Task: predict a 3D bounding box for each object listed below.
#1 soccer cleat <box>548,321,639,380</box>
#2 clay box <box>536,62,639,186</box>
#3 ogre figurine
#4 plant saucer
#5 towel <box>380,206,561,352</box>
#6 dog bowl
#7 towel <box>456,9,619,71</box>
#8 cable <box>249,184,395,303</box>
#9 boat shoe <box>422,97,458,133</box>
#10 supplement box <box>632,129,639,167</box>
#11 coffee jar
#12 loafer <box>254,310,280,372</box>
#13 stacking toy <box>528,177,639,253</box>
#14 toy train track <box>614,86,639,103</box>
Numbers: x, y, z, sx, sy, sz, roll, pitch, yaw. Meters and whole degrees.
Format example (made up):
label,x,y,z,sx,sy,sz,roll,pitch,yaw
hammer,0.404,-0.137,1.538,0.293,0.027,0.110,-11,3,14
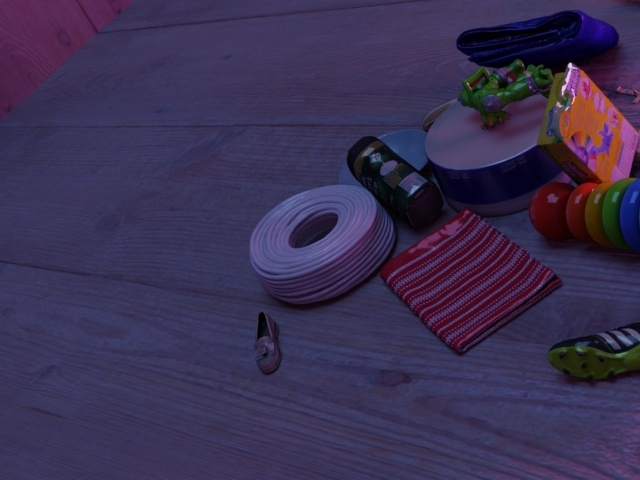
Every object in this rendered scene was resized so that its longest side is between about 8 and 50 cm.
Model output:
label,x,y,z,sx,sy,sz,roll,pitch,yaw
soccer cleat,0.392,0.142,1.450,0.179,0.060,0.072,-7,28,21
clay box,0.403,-0.162,1.675,0.053,0.222,0.127,-2,62,45
ogre figurine,0.302,-0.254,1.838,0.118,0.096,0.197,-27,35,-7
plant saucer,0.129,-0.136,2.064,0.195,0.037,0.195,-21,33,15
towel,0.226,0.055,1.726,0.199,0.031,0.275,-34,32,-6
dog bowl,0.317,-0.165,1.890,0.265,0.104,0.265,-21,32,14
towel,0.401,-0.350,1.987,0.228,0.076,0.308,-6,3,27
cable,0.000,0.000,1.927,0.257,0.089,0.257,-27,32,4
boat shoe,0.282,-0.229,2.051,0.190,0.068,0.072,-19,45,16
supplement box,0.540,-0.158,1.764,0.098,0.036,0.062,-38,33,-14
coffee jar,0.126,-0.105,1.919,0.079,0.096,0.184,-42,52,-6
loafer,-0.093,0.166,1.815,0.045,0.039,0.125,-22,32,11
stacking toy,0.442,-0.034,1.601,0.330,0.141,0.141,3,44,51
toy train track,0.549,-0.262,1.925,0.048,0.014,0.083,-42,33,-20
